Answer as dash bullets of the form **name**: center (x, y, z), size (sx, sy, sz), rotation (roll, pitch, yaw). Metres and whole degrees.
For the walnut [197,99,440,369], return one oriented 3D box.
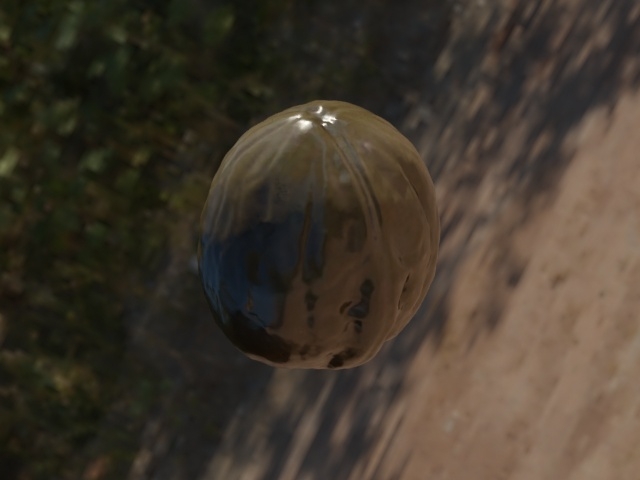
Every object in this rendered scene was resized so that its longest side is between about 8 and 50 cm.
- **walnut**: center (-0.001, -0.001, 1.050), size (0.162, 0.140, 0.140), rotation (109, 178, -46)
